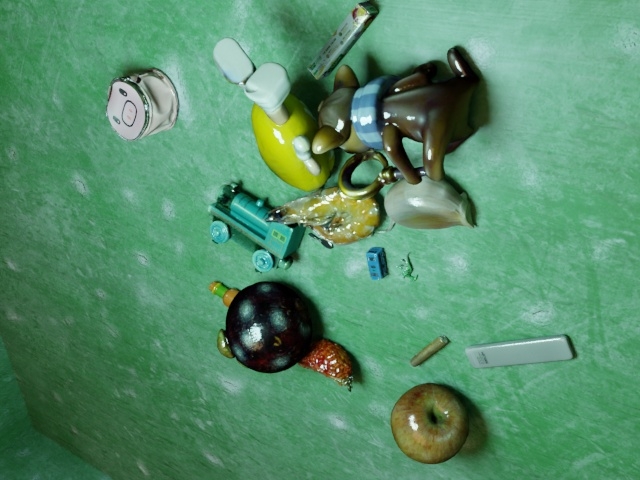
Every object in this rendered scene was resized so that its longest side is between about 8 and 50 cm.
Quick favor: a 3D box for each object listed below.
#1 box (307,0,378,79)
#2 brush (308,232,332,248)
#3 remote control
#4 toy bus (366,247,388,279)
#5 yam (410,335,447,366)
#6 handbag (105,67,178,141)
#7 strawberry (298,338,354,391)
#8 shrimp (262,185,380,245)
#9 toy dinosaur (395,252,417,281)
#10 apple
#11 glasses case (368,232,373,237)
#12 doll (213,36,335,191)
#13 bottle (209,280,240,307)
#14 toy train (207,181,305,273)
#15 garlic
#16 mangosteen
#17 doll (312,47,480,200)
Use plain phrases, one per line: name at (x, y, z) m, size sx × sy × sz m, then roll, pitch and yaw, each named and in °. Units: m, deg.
box at (0.048, -0.445, 1.298) m, size 0.041 × 0.050 × 0.207 m, roll 50°, pitch 132°, yaw 2°
brush at (0.000, 0.000, 1.616) m, size 0.083 × 0.008 × 0.024 m, roll 29°, pitch 130°, yaw 18°
remote control at (0.487, 0.276, 1.430) m, size 0.261 × 0.029 × 0.067 m, roll -17°, pitch 105°, yaw 37°
toy bus at (0.149, 0.062, 1.524) m, size 0.038 × 0.046 × 0.083 m, roll 3°, pitch 116°, yaw 34°
yam at (0.293, 0.303, 1.574) m, size 0.032 × 0.032 × 0.145 m, roll 43°, pitch 132°, yaw 6°
handbag at (-0.519, -0.392, 1.675) m, size 0.179 × 0.116 × 0.205 m, roll 41°, pitch 132°, yaw 10°
strawberry at (0.014, 0.359, 1.760) m, size 0.236 × 0.106 × 0.175 m, roll 23°, pitch 163°, yaw 23°
shrimp at (0.005, -0.054, 1.489) m, size 0.317 × 0.062 × 0.164 m, roll -8°, pitch 112°, yaw 23°
toy dinosaur at (0.229, 0.075, 1.494) m, size 0.062 × 0.021 × 0.083 m, roll 35°, pitch 134°, yaw 4°
apple at (0.296, 0.497, 1.572) m, size 0.211 × 0.211 × 0.187 m, roll 31°, pitch 155°, yaw 17°
glasses case at (0.118, -0.046, 1.499) m, size 0.032 × 0.021 × 0.083 m, roll 7°, pitch 119°, yaw 30°
doll at (-0.101, -0.282, 1.339) m, size 0.161 × 0.423 × 0.348 m, roll -33°, pitch 86°, yaw 1°
bottle at (-0.284, 0.191, 1.885) m, size 0.187 × 0.069 × 0.069 m, roll 31°, pitch 129°, yaw 19°
toy train at (-0.189, -0.043, 1.656) m, size 0.298 × 0.120 × 0.194 m, roll 32°, pitch 122°, yaw 16°
garlic at (0.214, -0.084, 1.377) m, size 0.267 × 0.129 × 0.148 m, roll 0°, pitch 104°, yaw 46°
mangosteen at (-0.164, 0.261, 1.695) m, size 0.288 × 0.288 × 0.287 m, roll 17°, pitch 124°, yaw 26°
doll at (0.162, -0.246, 1.247) m, size 0.340 × 0.209 × 0.317 m, roll 4°, pitch 86°, yaw 24°
